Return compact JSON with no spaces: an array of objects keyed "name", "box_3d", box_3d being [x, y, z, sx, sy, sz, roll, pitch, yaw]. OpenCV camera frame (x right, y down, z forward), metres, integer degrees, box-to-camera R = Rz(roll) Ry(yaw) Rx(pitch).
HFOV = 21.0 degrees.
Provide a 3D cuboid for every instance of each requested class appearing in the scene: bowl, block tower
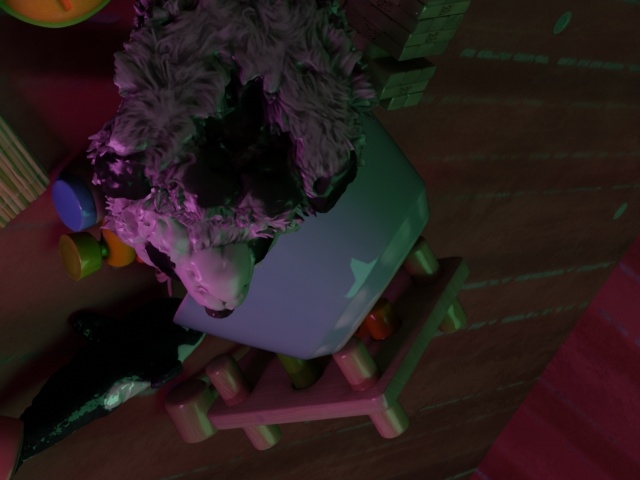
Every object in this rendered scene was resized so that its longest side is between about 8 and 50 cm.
[{"name":"bowl","box_3d":[0.000,0.000,1.790,0.311,0.163,0.311,-57,180,0]},{"name":"block tower","box_3d":[0.116,-0.294,1.770,0.091,0.097,0.335,-18,140,-51]}]

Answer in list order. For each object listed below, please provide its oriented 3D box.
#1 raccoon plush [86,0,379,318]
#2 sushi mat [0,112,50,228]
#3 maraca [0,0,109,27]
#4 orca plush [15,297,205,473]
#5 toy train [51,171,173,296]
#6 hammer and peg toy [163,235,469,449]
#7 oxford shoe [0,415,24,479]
[{"name":"raccoon plush","box_3d":[-0.067,-0.160,1.481,0.299,0.216,0.446,153,-48,-78]},{"name":"sushi mat","box_3d":[-0.329,-0.067,1.433,0.151,0.019,0.316,-44,155,-9]},{"name":"maraca","box_3d":[-0.189,-0.251,1.302,0.127,0.099,0.185,21,95,-30]},{"name":"orca plush","box_3d":[-0.250,0.125,1.821,0.287,0.102,0.151,-30,-164,-17]},{"name":"toy train","box_3d":[-0.192,0.003,1.688,0.143,0.105,0.248,-22,146,-28]},{"name":"hammer and peg toy","box_3d":[-0.020,0.119,2.012,0.127,0.361,0.266,60,42,-24]},{"name":"oxford shoe","box_3d":[-0.408,0.267,1.726,0.348,0.130,0.123,-55,-158,39]}]
